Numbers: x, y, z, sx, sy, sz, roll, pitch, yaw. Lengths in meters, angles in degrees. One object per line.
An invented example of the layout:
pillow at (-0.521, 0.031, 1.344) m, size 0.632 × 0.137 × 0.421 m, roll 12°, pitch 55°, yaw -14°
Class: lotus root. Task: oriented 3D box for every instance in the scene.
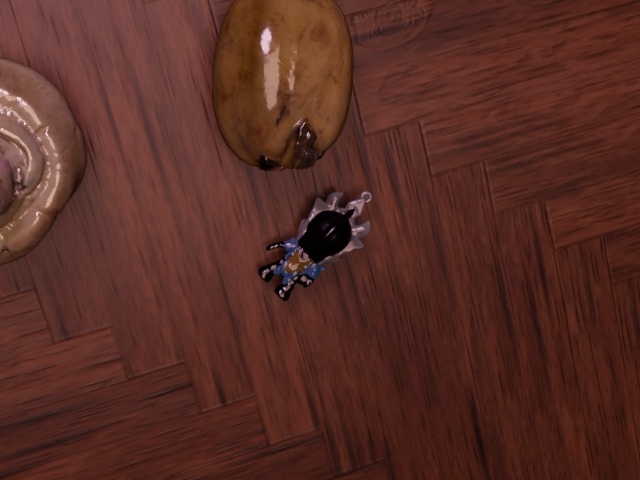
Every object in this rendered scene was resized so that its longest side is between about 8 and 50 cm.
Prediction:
lotus root at (-0.044, -0.245, 1.164) m, size 0.183 × 0.183 × 0.309 m, roll 3°, pitch 99°, yaw -13°

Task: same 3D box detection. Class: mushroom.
mushroom at (-0.413, -0.087, 1.083) m, size 0.254 × 0.234 × 0.260 m, roll -5°, pitch 103°, yaw -8°

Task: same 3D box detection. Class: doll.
doll at (0.000, 0.000, 1.278) m, size 0.195 × 0.070 × 0.096 m, roll -43°, pitch 90°, yaw 3°
